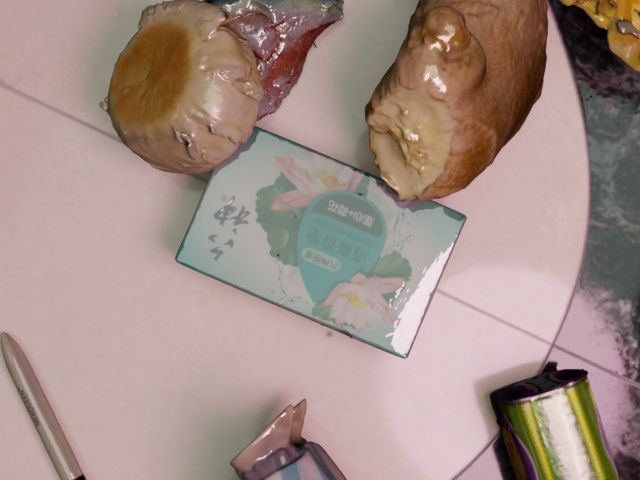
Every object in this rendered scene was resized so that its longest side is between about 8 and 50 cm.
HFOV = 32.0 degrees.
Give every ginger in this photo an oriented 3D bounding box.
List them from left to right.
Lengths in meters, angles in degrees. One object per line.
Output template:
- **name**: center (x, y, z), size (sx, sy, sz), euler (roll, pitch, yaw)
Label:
- **ginger**: center (0.128, -0.166, 1.032), size (0.130, 0.221, 0.275), euler (8, 79, 25)

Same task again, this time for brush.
- **brush**: center (-0.248, 0.224, 1.108), size (0.042, 0.039, 0.299), euler (-25, 84, -5)

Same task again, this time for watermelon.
- **watermelon**: center (-0.060, -0.191, 1.112), size (0.187, 0.071, 0.139), euler (-11, 92, -1)

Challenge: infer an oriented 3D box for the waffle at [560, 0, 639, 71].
- **waffle**: center (0.342, -0.299, 1.094), size (0.280, 0.060, 0.262), euler (-39, 96, -14)

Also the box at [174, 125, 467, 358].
- **box**: center (0.000, 0.000, 1.088), size (0.245, 0.092, 0.153), euler (22, 87, 0)

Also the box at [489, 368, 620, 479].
- **box**: center (0.262, 0.299, 1.056), size (0.097, 0.134, 0.345), euler (-18, 87, -2)

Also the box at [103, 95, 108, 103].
- **box**: center (-0.159, -0.140, 1.122), size (0.083, 0.035, 0.079), euler (43, 88, 1)

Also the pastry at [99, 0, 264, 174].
- **pastry**: center (-0.127, -0.140, 1.035), size (0.166, 0.088, 0.165), euler (-10, 71, 30)

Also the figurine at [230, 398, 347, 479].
- **figurine**: center (-0.064, 0.399, 0.990), size (0.378, 0.266, 0.361), euler (-36, 82, -2)
